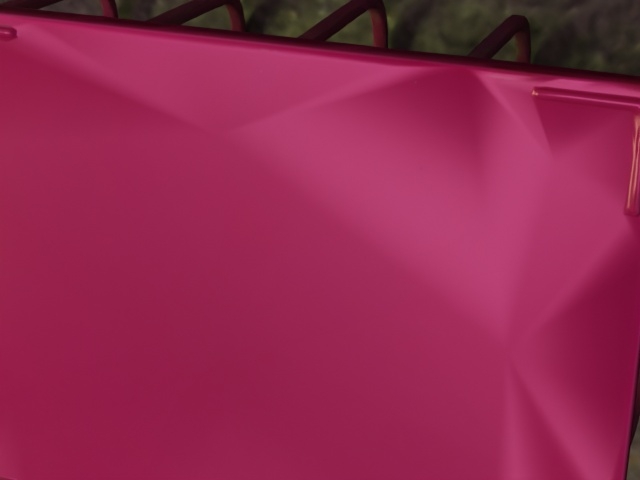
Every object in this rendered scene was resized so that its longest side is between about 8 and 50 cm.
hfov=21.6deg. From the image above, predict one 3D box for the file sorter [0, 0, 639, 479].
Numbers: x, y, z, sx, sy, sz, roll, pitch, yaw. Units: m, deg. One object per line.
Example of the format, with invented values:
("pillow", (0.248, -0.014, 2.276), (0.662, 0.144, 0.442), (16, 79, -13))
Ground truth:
("file sorter", (0.000, 0.000, 0.716), (0.290, 0.182, 0.202), (8, 109, 15))
